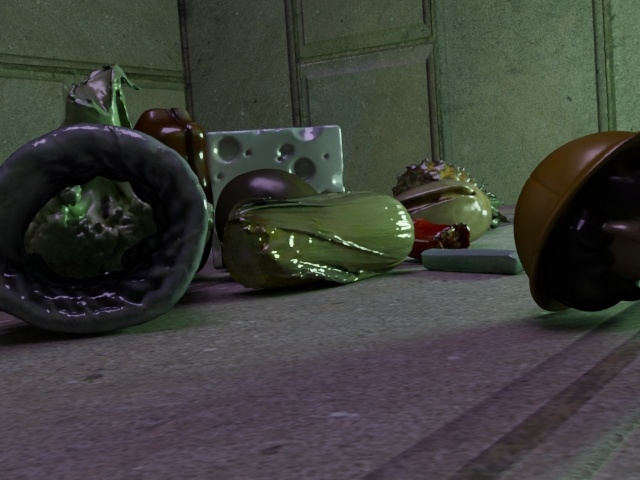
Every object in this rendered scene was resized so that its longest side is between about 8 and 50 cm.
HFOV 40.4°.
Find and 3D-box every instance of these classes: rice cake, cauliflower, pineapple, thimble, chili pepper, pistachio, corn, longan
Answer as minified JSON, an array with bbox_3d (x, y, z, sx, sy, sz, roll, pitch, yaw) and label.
[{"bbox_3d":[0.211,0.026,1.195,0.042,0.030,0.180,-13,9,-36],"label":"rice cake"},{"bbox_3d":[-0.295,-0.047,1.125,0.327,0.281,0.260,-11,29,25],"label":"cauliflower"},{"bbox_3d":[0.293,-0.075,1.864,0.175,0.175,0.361,-1,-8,37],"label":"pineapple"},{"bbox_3d":[-0.245,-0.009,0.928,0.245,0.217,0.157,-21,3,-11],"label":"thimble"},{"bbox_3d":[0.176,0.000,1.373,0.070,0.073,0.123,41,-15,-24],"label":"chili pepper"},{"bbox_3d":[0.210,-0.042,1.580,0.223,0.126,0.152,-10,-28,-16],"label":"pistachio"},{"bbox_3d":[0.002,-0.003,1.179,0.305,0.123,0.122,-9,8,-43],"label":"corn"},{"bbox_3d":[-0.064,-0.019,1.321,0.204,0.159,0.185,32,-17,-11],"label":"longan"}]

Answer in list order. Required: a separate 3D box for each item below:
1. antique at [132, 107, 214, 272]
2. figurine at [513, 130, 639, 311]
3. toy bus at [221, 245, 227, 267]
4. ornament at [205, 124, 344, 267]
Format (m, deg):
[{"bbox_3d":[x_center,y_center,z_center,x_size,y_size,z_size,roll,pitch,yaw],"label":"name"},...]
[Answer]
[{"bbox_3d":[-0.249,-0.066,1.374,0.129,0.278,0.223,-8,36,-24],"label":"antique"},{"bbox_3d":[0.287,-0.013,0.740,0.192,0.167,0.257,11,-5,-42],"label":"figurine"},{"bbox_3d":[-0.080,0.018,1.463,0.172,0.057,0.072,-4,-5,-2],"label":"toy bus"},{"bbox_3d":[-0.089,-0.084,1.617,0.240,0.240,0.239,-4,5,-7],"label":"ornament"}]
